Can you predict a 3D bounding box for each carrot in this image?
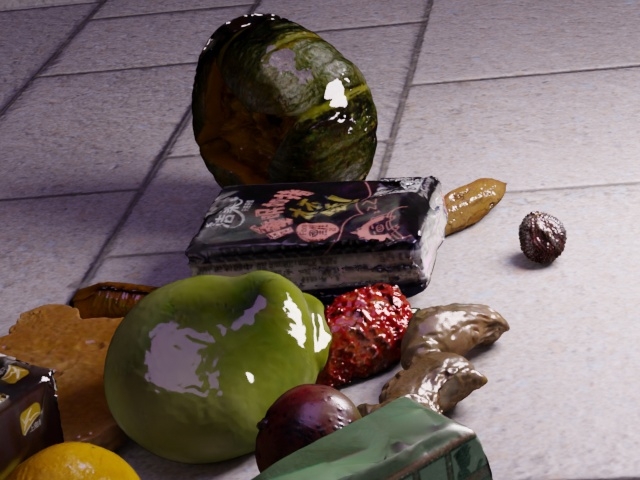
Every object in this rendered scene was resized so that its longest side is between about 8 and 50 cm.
[{"bbox_3d":[-0.208,0.097,2.101,0.260,0.070,0.070,6,27,24],"label":"carrot"}]

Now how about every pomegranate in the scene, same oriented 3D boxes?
[{"bbox_3d":[0.009,0.217,1.690,0.159,0.129,0.129,6,26,11],"label":"pomegranate"}]

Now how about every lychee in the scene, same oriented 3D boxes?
[{"bbox_3d":[0.297,-0.004,2.150,0.067,0.068,0.083,-53,9,2],"label":"lychee"}]

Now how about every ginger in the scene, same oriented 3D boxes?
[{"bbox_3d":[0.140,0.139,1.861,0.122,0.084,0.290,-4,23,27],"label":"ginger"}]

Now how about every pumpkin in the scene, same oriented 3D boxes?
[{"bbox_3d":[-0.055,-0.175,2.374,0.192,0.320,0.320,-28,30,-37],"label":"pumpkin"}]

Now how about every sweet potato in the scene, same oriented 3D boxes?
[{"bbox_3d":[0.199,-0.043,2.288,0.206,0.060,0.068,-36,1,-29],"label":"sweet potato"}]

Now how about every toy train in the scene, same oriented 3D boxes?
[{"bbox_3d":[0.021,0.273,1.513,0.326,0.159,0.129,-25,26,-30],"label":"toy train"}]

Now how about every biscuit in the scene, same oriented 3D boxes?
[{"bbox_3d":[-0.332,0.177,1.970,0.269,0.051,0.376,-9,26,-8],"label":"biscuit"}]

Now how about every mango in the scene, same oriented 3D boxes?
[{"bbox_3d":[-0.246,0.311,1.564,0.177,0.119,0.316,3,35,-10],"label":"mango"}]

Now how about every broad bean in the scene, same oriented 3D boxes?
[{"bbox_3d":[-0.120,0.138,1.856,0.238,0.119,0.291,35,53,19],"label":"broad bean"}]

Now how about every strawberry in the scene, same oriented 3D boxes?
[{"bbox_3d":[0.043,0.107,1.970,0.192,0.085,0.140,-17,27,-14],"label":"strawberry"}]

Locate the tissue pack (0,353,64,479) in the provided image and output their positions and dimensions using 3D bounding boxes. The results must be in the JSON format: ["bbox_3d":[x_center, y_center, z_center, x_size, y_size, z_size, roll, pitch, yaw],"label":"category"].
[{"bbox_3d":[-0.451,0.269,1.626,0.210,0.198,0.370,16,33,27],"label":"tissue pack"}]

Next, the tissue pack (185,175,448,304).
[{"bbox_3d":[0.000,0.000,2.169,0.333,0.123,0.245,-4,23,13],"label":"tissue pack"}]
